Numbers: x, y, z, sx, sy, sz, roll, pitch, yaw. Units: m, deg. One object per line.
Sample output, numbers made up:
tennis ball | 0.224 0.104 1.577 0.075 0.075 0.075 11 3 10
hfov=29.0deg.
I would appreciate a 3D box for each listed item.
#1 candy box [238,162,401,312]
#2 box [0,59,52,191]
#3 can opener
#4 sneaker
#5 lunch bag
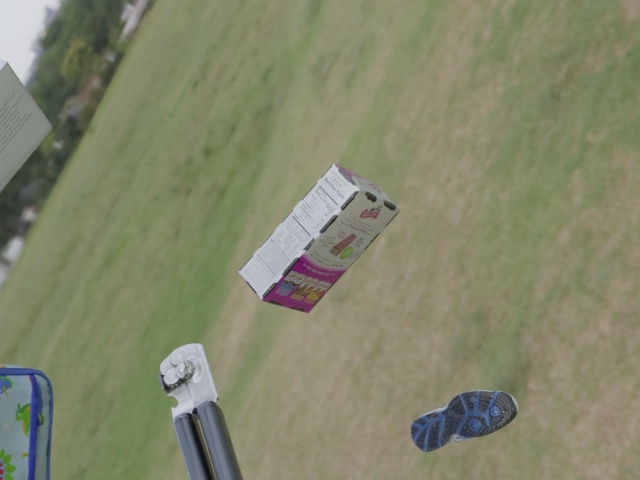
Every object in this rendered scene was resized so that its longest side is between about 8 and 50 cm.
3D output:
candy box | 0.000 0.000 1.948 0.233 0.071 0.159 -47 -27 11
box | -0.472 -0.132 1.548 0.181 0.119 0.182 13 57 34
can opener | -0.159 0.264 1.733 0.074 0.093 0.280 -29 50 8
sneaker | 0.247 0.291 2.068 0.211 0.081 0.080 -24 82 41
lunch bag | -0.359 0.234 1.278 0.090 0.176 0.218 -1 83 36
